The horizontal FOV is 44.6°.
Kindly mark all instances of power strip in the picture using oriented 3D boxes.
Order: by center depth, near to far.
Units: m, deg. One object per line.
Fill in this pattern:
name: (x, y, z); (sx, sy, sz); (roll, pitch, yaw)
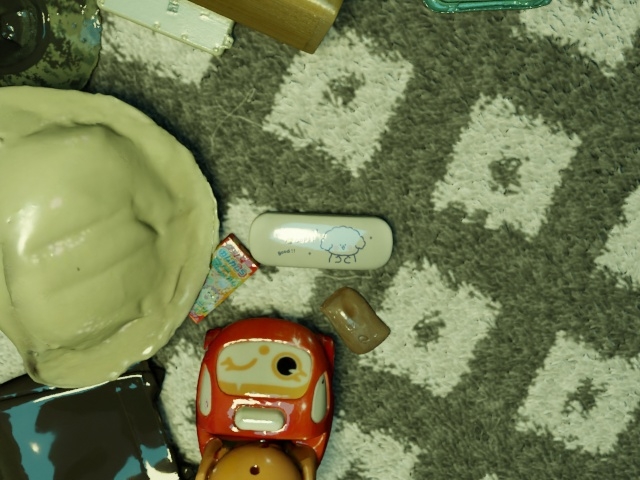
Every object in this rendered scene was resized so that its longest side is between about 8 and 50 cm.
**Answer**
power strip: (-0.197, -0.310, 1.019); (0.192, 0.035, 0.081); (22, 99, -4)

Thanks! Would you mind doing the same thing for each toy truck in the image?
toy truck: (-0.076, 0.243, 1.016); (0.189, 0.239, 0.264); (3, 100, -1)

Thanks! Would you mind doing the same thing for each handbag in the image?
handbag: (-0.317, 0.305, 1.095); (0.257, 0.113, 0.285); (-19, 93, -2)

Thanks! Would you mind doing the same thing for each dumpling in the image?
dumpling: (-0.281, 0.002, 0.979); (0.316, 0.233, 0.394); (-7, 104, -14)

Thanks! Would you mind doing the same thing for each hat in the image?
hat: (-0.419, -0.277, 0.969); (0.128, 0.265, 0.265); (11, 103, 34)

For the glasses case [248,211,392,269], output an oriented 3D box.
glasses case: (0.000, 0.000, 1.066); (0.197, 0.049, 0.076); (3, 100, 0)

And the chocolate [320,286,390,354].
chocolate: (0.050, 0.114, 1.098); (0.064, 0.031, 0.100); (-36, 97, 2)

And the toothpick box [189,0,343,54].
toothpick box: (-0.112, -0.364, 0.923); (0.308, 0.190, 0.187); (22, 79, -10)

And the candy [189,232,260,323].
candy: (-0.148, 0.053, 1.083); (0.122, 0.038, 0.062); (-42, 98, 7)

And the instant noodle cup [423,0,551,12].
instant noodle cup: (0.218, -0.373, 0.989); (0.179, 0.070, 0.157); (-3, 102, 0)
